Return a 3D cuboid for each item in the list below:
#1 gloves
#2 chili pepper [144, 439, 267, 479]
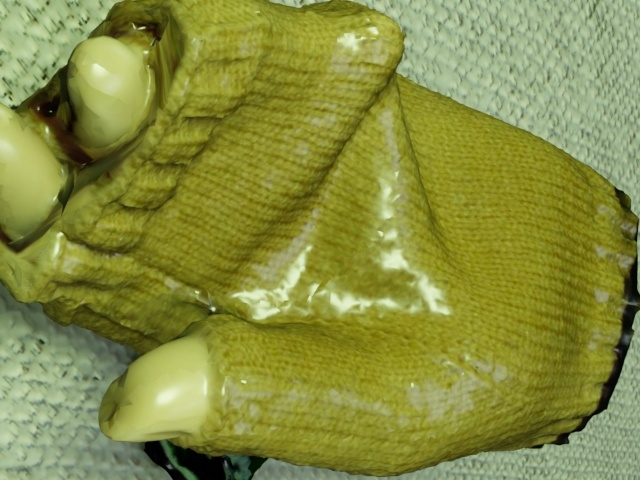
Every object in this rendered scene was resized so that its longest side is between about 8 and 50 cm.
[{"bbox_3d":[-0.005,0.003,0.746,0.356,0.155,0.203,21,72,-44],"label":"gloves"},{"bbox_3d":[-0.002,0.030,0.879,0.227,0.059,0.088,-49,149,-34],"label":"chili pepper"}]
